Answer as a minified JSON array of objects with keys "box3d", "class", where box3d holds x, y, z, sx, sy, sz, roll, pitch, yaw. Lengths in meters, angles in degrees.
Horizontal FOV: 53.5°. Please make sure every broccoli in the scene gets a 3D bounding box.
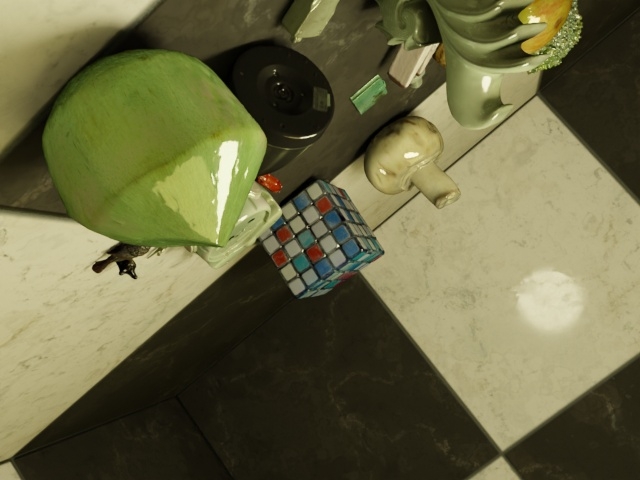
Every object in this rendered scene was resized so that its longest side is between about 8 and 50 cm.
[{"box3d":[0.598,-0.610,1.748,0.260,0.235,0.288,-63,149,-48],"class":"broccoli"}]

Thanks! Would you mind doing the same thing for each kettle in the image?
[{"box3d":[-0.123,-0.240,1.261,0.207,0.251,0.271,4,154,-27],"class":"kettle"}]

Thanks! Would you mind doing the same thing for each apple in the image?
[{"box3d":[0.470,-0.576,1.509,0.264,0.264,0.264,-36,168,-9],"class":"apple"}]

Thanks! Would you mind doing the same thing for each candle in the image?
[{"box3d":[-0.141,-0.166,1.729,0.048,0.053,0.162,-44,165,4],"class":"candle"}]

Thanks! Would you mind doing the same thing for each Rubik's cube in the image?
[{"box3d":[0.000,0.000,2.126,0.287,0.293,0.292,-35,169,14],"class":"Rubik's cube"}]

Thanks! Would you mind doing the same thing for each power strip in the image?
[{"box3d":[0.029,-0.467,1.101,0.080,0.048,0.286,-27,164,-51],"class":"power strip"}]

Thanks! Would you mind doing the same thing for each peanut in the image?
[{"box3d":[0.343,-0.506,1.660,0.108,0.095,0.226,-62,-175,17],"class":"peanut"}]

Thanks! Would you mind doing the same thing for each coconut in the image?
[{"box3d":[-0.236,-0.120,0.952,0.281,0.328,0.328,-44,167,37],"class":"coconut"}]

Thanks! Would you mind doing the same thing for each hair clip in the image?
[{"box3d":[0.259,-0.515,1.515,0.101,0.085,0.331,-33,162,-33],"class":"hair clip"}]

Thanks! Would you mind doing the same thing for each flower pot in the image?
[{"box3d":[0.277,-0.420,1.232,0.164,0.367,0.254,-24,160,-39],"class":"flower pot"}]

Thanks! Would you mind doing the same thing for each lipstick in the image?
[{"box3d":[0.264,-0.465,1.800,0.063,0.057,0.186,-40,173,8],"class":"lipstick"}]

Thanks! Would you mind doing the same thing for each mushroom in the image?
[{"box3d":[0.316,-0.239,2.122,0.314,0.336,0.314,-31,159,-14],"class":"mushroom"}]

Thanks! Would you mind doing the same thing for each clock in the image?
[{"box3d":[-0.247,-0.046,1.697,0.265,0.109,0.324,-40,170,1],"class":"clock"}]

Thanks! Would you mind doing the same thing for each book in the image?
[{"box3d":[0.137,-0.400,1.744,0.103,0.017,0.135,-39,168,8],"class":"book"}]

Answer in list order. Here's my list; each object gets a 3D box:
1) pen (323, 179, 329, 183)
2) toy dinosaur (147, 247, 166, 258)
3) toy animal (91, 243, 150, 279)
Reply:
[{"box3d":[0.004,-0.160,2.236,0.025,0.025,0.204,-34,168,-20],"class":"pen"},{"box3d":[-0.411,0.015,1.673,0.119,0.029,0.060,-43,179,22],"class":"toy dinosaur"},{"box3d":[-0.439,0.020,1.511,0.202,0.070,0.105,-36,150,10],"class":"toy animal"}]
